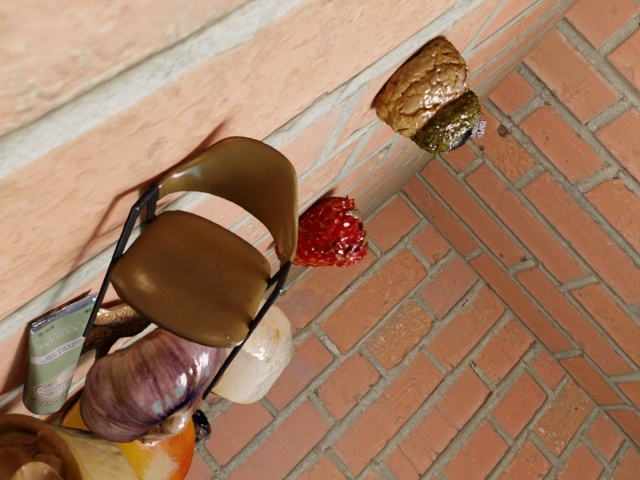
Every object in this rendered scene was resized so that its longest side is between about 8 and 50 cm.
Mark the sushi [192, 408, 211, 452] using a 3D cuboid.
[{"bbox_3d":[-0.498,0.550,1.583,0.281,0.294,0.299,-36,172,-26],"label":"sushi"}]

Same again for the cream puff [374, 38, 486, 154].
[{"bbox_3d":[0.209,-0.230,0.928,0.183,0.169,0.183,-41,174,-5],"label":"cream puff"}]

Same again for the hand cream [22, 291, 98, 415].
[{"bbox_3d":[-0.342,0.155,0.686,0.086,0.055,0.235,-35,164,-51],"label":"hand cream"}]

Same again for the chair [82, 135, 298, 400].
[{"bbox_3d":[-0.126,0.028,0.569,0.247,0.158,0.172,-51,-168,50],"label":"chair"}]

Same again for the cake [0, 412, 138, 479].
[{"bbox_3d":[-0.430,0.371,0.646,0.332,0.332,0.321,-41,150,-5],"label":"cake"}]

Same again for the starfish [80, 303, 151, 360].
[{"bbox_3d":[-0.303,0.133,0.838,0.231,0.048,0.295,-37,171,13],"label":"starfish"}]

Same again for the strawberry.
[{"bbox_3d":[0.000,0.000,1.407,0.244,0.205,0.205,-22,176,2],"label":"strawberry"}]

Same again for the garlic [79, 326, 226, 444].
[{"bbox_3d":[-0.246,0.219,0.829,0.245,0.160,0.245,-35,175,-4],"label":"garlic"}]

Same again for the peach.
[{"bbox_3d":[-0.417,0.445,1.206,0.289,0.308,0.289,-44,-178,2],"label":"peach"}]

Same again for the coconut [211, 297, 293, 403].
[{"bbox_3d":[-0.244,0.305,1.495,0.329,0.329,0.329,-41,175,-4],"label":"coconut"}]
